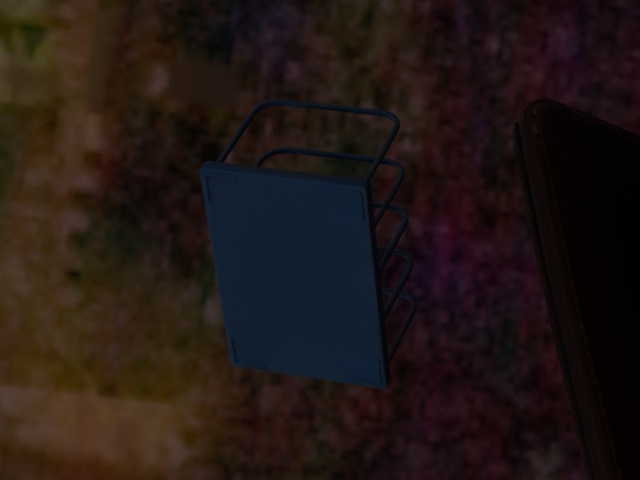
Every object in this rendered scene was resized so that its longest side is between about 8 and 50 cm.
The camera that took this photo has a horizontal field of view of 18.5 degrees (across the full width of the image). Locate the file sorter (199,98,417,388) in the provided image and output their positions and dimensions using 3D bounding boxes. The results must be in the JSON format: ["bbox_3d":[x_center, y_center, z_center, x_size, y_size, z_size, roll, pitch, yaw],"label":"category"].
[{"bbox_3d":[0.000,0.000,1.376,0.104,0.118,0.170,-58,-31,-49],"label":"file sorter"}]

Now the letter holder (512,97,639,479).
[{"bbox_3d":[0.199,0.078,0.614,0.152,0.214,0.301,-26,67,33],"label":"letter holder"}]
